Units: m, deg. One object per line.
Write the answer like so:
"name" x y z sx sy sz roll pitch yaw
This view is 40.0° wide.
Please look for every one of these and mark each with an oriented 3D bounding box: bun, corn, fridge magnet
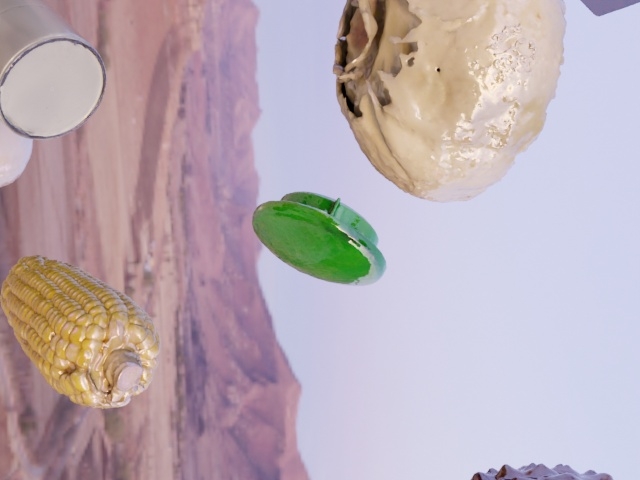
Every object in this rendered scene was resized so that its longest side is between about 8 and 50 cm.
"bun" 0.095 -0.165 0.786 0.259 0.152 0.259 -42 -138 53
"corn" -0.293 0.098 1.042 0.347 0.130 0.130 25 -57 51
"fridge magnet" 0.000 0.000 1.265 0.208 0.208 0.088 100 15 -67

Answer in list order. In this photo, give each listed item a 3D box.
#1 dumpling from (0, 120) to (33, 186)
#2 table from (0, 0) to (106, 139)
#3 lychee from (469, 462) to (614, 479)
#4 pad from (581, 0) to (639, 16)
"dumpling" -0.441 -0.153 1.117 0.247 0.142 0.172 -76 -177 -49
"table" -0.348 -0.221 0.992 0.220 0.126 0.126 43 -32 33
"lychee" 0.179 0.310 0.662 0.276 0.304 0.275 -9 -101 60
"pad" 0.457 -0.411 1.291 0.159 0.265 0.009 57 -21 28
